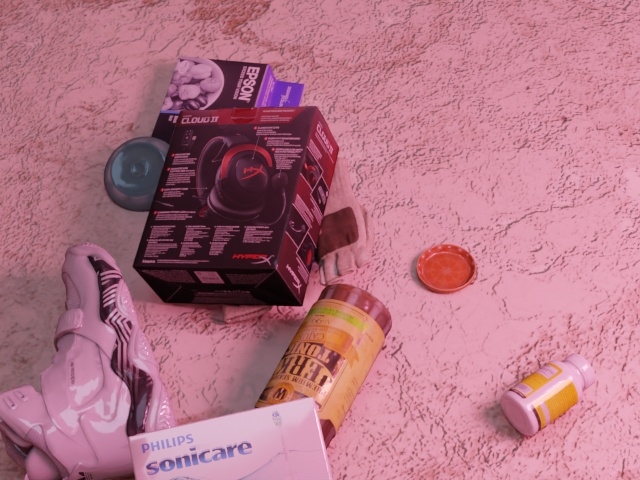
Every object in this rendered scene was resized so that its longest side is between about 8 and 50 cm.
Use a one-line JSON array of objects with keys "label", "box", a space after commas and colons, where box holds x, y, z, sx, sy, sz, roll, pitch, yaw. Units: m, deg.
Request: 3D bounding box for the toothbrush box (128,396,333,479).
[{"label": "toothbrush box", "box": [-0.081, 0.345, 1.522, 0.216, 0.126, 0.295, -13, 78, -6]}]

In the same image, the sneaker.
[{"label": "sneaker", "box": [-0.327, 0.164, 1.752, 0.210, 0.137, 0.366, -18, 54, -14]}]

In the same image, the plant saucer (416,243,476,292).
[{"label": "plant saucer", "box": [0.177, 0.041, 1.902, 0.083, 0.013, 0.083, -2, 50, 3]}]

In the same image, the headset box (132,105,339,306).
[{"label": "headset box", "box": [-0.109, -0.062, 1.878, 0.218, 0.110, 0.293, 0, 59, 22]}]

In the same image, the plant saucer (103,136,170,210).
[{"label": "plant saucer", "box": [-0.269, -0.103, 2.020, 0.119, 0.021, 0.119, -3, 72, 8]}]

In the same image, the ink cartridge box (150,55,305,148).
[{"label": "ink cartridge box", "box": [-0.143, -0.197, 2.104, 0.208, 0.045, 0.206, 6, 50, 8]}]

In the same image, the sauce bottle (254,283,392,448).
[{"label": "sauce bottle", "box": [-0.021, 0.211, 1.710, 0.111, 0.111, 0.344, 17, 56, 18]}]

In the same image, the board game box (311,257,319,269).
[{"label": "board game box", "box": [0.000, 0.000, 1.944, 0.090, 0.020, 0.090, -10, 51, -3]}]

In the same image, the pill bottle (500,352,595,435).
[{"label": "pill bottle", "box": [0.293, 0.194, 1.732, 0.116, 0.065, 0.065, -31, 55, -20]}]

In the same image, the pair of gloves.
[{"label": "pair of gloves", "box": [-0.042, 0.001, 1.907, 0.240, 0.042, 0.204, -24, 53, 7]}]
